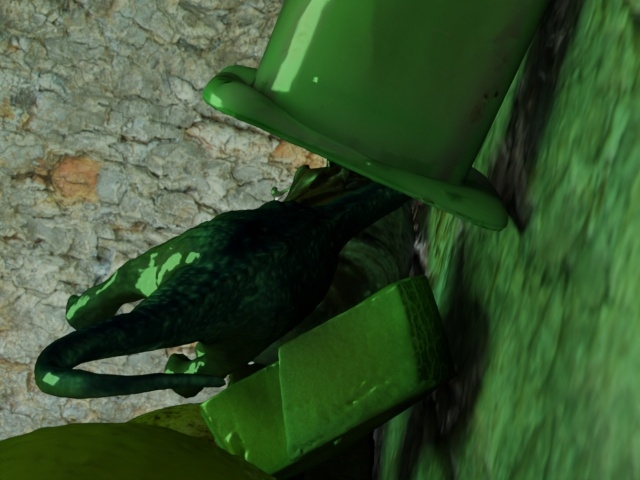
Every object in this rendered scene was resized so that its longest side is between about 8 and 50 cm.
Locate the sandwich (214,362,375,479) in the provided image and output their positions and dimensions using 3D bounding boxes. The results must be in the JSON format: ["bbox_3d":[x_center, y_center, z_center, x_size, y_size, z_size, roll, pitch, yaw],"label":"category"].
[{"bbox_3d":[-0.030,0.186,0.732,0.185,0.109,0.160,-79,6,-51],"label":"sandwich"}]

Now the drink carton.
[{"bbox_3d":[0.042,-0.105,0.516,0.144,0.146,0.142,-90,23,-77],"label":"drink carton"}]

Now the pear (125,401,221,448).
[{"bbox_3d":[-0.135,0.294,1.203,0.271,0.271,0.271,-166,90,-87],"label":"pear"}]

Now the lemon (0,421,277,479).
[{"bbox_3d":[-0.098,0.206,0.473,0.310,0.257,0.258,88,-165,-80],"label":"lemon"}]

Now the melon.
[{"bbox_3d":[0.006,0.075,0.572,0.064,0.118,0.209,65,165,10],"label":"melon"}]

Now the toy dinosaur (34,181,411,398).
[{"bbox_3d":[-0.041,0.019,0.558,0.147,0.076,0.363,-35,-3,32],"label":"toy dinosaur"}]

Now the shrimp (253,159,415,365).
[{"bbox_3d":[0.008,0.002,0.835,0.145,0.116,0.343,-37,8,22],"label":"shrimp"}]
